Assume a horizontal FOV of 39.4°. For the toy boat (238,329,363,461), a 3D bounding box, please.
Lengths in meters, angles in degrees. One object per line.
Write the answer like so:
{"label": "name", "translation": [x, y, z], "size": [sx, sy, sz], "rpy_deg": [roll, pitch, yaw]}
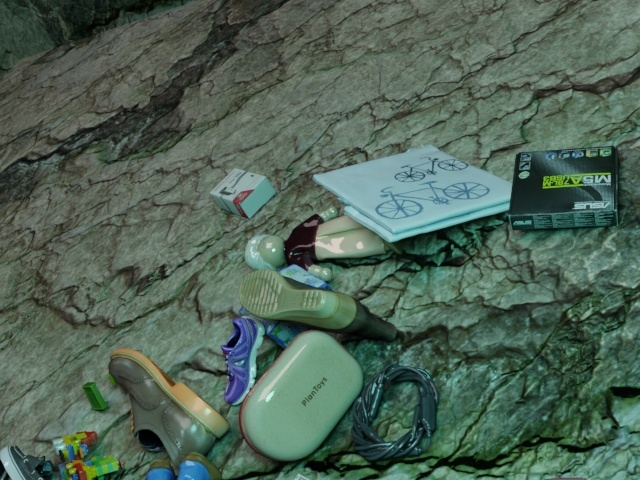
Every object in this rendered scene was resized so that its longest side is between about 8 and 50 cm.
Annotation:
{"label": "toy boat", "translation": [-0.044, 0.270, 1.539], "size": [0.231, 0.151, 0.151], "rpy_deg": [-48, 7, -23]}

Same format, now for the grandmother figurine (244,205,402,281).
{"label": "grandmother figurine", "translation": [0.000, 0.000, 1.850], "size": [0.342, 0.104, 0.208], "rpy_deg": [-13, 30, 21]}

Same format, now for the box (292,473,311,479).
{"label": "box", "translation": [-0.051, 0.454, 1.316], "size": [0.114, 0.036, 0.207], "rpy_deg": [14, 54, 44]}

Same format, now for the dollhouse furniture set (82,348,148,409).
{"label": "dollhouse furniture set", "translation": [-0.424, 0.290, 1.880], "size": [0.076, 0.059, 0.151], "rpy_deg": [-9, 21, 40]}

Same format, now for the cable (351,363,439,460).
{"label": "cable", "translation": [0.120, 0.281, 1.462], "size": [0.150, 0.047, 0.184], "rpy_deg": [-22, 38, 22]}

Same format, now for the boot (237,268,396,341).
{"label": "boot", "translation": [-0.010, 0.130, 1.614], "size": [0.248, 0.207, 0.090], "rpy_deg": [8, 75, 44]}

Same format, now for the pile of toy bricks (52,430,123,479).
{"label": "pile of toy bricks", "translation": [-0.422, 0.426, 1.661], "size": [0.105, 0.118, 0.212], "rpy_deg": [-14, 10, -24]}

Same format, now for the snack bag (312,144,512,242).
{"label": "snack bag", "translation": [0.184, -0.102, 1.782], "size": [0.323, 0.037, 0.342], "rpy_deg": [-16, 29, -24]}

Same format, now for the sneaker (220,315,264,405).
{"label": "sneaker", "translation": [-0.160, 0.222, 1.670], "size": [0.068, 0.071, 0.170], "rpy_deg": [12, 92, 56]}

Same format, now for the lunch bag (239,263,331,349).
{"label": "lunch bag", "translation": [-0.061, 0.124, 1.739], "size": [0.151, 0.096, 0.129], "rpy_deg": [-52, 40, -8]}

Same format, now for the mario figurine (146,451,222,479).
{"label": "mario figurine", "translation": [-0.240, 0.506, 1.413], "size": [0.198, 0.170, 0.320], "rpy_deg": [-50, 17, 31]}

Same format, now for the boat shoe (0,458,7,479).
{"label": "boat shoe", "translation": [-0.702, 0.515, 1.764], "size": [0.081, 0.079, 0.227], "rpy_deg": [-8, 38, 37]}

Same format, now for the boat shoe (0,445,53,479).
{"label": "boat shoe", "translation": [-0.549, 0.456, 1.725], "size": [0.076, 0.080, 0.228], "rpy_deg": [-37, 35, -18]}

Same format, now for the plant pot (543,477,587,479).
{"label": "plant pot", "translation": [0.359, 0.377, 1.040], "size": [0.180, 0.201, 0.201], "rpy_deg": [-5, 40, 10]}

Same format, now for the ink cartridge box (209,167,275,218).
{"label": "ink cartridge box", "translation": [-0.191, -0.116, 2.173], "size": [0.135, 0.056, 0.099], "rpy_deg": [18, 59, 48]}

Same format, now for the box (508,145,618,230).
{"label": "box", "translation": [0.450, -0.097, 1.645], "size": [0.190, 0.045, 0.184], "rpy_deg": [-2, 41, 21]}

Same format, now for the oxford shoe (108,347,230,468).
{"label": "oxford shoe", "translation": [-0.325, 0.311, 1.692], "size": [0.363, 0.130, 0.133], "rpy_deg": [20, 66, 49]}
